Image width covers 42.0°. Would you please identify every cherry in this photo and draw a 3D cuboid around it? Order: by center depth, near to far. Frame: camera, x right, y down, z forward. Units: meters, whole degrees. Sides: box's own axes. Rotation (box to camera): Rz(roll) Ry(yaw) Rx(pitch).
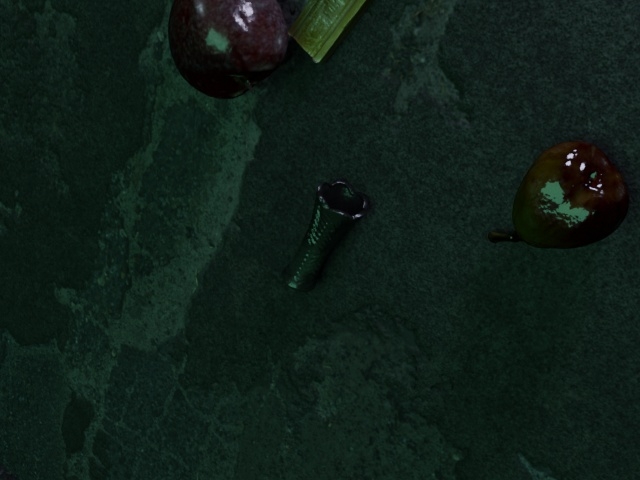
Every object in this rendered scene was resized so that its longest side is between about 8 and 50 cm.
[{"bbox_3d":[-0.180,-0.401,1.577,0.230,0.203,0.300,-30,69,51],"label":"cherry"}]

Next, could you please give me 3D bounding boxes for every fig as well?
[{"bbox_3d":[0.377,-0.048,1.398,0.170,0.146,0.274,56,140,5],"label":"fig"}]

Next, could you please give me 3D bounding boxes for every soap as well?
[{"bbox_3d":[0.040,-0.442,1.517,0.092,0.037,0.252,48,125,8],"label":"soap"}]

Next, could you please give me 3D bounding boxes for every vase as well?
[{"bbox_3d":[0.000,0.000,1.675,0.115,0.115,0.237,39,127,15],"label":"vase"}]
